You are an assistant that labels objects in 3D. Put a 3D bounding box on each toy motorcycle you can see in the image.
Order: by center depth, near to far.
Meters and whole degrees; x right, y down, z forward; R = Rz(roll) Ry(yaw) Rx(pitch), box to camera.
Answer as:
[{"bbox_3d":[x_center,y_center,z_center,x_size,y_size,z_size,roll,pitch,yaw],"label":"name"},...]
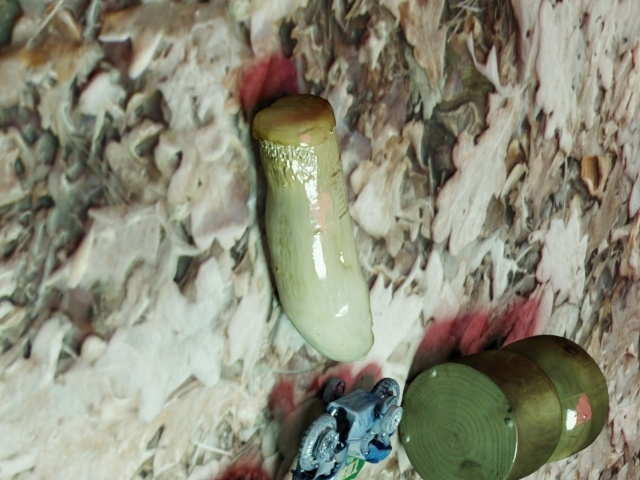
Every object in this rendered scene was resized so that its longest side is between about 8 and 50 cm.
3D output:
[{"bbox_3d":[0.031,0.242,1.511,0.254,0.092,0.135,-16,125,-62],"label":"toy motorcycle"}]

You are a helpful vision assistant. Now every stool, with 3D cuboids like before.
[{"bbox_3d":[0.250,0.231,1.724,0.264,0.179,0.179,-9,111,-52],"label":"stool"}]

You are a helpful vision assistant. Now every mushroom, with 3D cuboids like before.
[{"bbox_3d":[0.000,0.000,1.368,0.122,0.095,0.351,-62,149,-46],"label":"mushroom"}]
